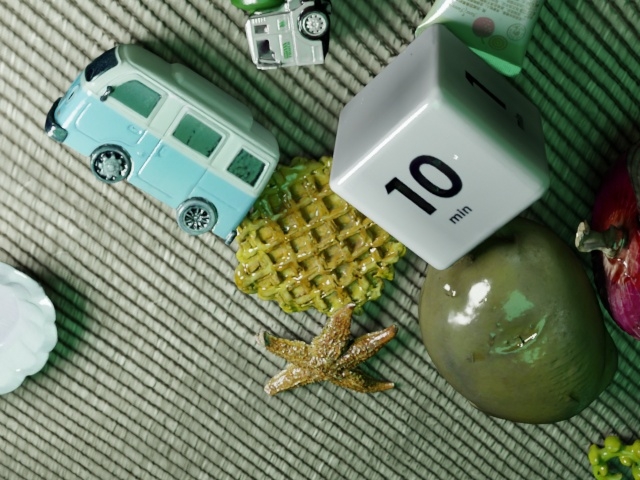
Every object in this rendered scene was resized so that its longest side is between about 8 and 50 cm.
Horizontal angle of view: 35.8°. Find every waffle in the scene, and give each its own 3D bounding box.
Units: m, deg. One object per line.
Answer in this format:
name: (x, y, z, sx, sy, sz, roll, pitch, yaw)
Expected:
waffle: (0.000, -0.001, 1.385, 0.245, 0.052, 0.254, 11, 117, -12)

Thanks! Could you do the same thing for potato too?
potato: (0.266, 0.121, 1.375, 0.243, 0.221, 0.326, -24, 122, 7)

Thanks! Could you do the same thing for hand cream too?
hand cream: (0.240, -0.356, 1.203, 0.147, 0.093, 0.305, 19, 115, -9)

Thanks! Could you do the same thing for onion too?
onion: (0.462, 0.007, 1.325, 0.273, 0.256, 0.230, 19, 143, 6)

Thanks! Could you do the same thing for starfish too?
starfish: (0.018, 0.177, 1.470, 0.241, 0.043, 0.227, 27, 129, -28)

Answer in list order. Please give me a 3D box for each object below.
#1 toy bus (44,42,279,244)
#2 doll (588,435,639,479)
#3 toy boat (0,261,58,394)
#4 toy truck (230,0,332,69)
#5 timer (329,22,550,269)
toy bus: (-0.192, -0.135, 1.256, 0.271, 0.133, 0.164, 32, 105, -22)
doll: (0.626, 0.386, 1.610, 0.346, 0.098, 0.341, -16, 115, 6)
toy boat: (-0.488, 0.128, 1.380, 0.290, 0.100, 0.199, -41, 112, 14)
toy truck: (-0.054, -0.330, 1.187, 0.125, 0.101, 0.242, -6, 115, 3)
timer: (0.148, -0.116, 1.240, 0.195, 0.194, 0.192, 36, 124, -21)
